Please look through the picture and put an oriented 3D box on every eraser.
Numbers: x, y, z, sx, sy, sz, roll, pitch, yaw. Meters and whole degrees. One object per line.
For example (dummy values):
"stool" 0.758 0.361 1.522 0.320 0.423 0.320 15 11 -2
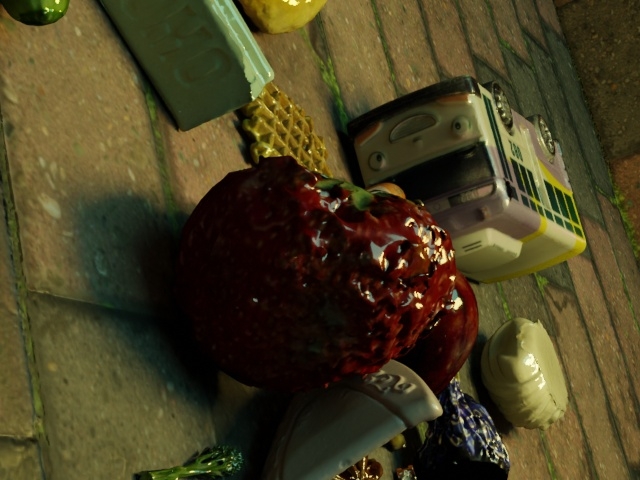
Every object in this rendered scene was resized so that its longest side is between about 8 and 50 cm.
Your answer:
"eraser" 0.011 0.171 1.231 0.059 0.204 0.243 52 6 -17

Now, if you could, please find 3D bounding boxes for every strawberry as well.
"strawberry" -0.016 0.043 1.181 0.274 0.274 0.220 27 81 -56

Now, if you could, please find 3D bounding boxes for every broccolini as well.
"broccolini" -0.118 0.203 1.093 0.140 0.030 0.035 8 54 -58

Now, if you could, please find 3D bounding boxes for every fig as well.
"fig" 0.079 0.132 1.404 0.186 0.203 0.250 11 91 -30

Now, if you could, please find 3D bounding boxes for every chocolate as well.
"chocolate" 0.152 0.168 1.583 0.148 0.126 0.343 3 55 -19

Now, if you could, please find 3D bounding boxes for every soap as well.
"soap" -0.147 -0.225 1.278 0.198 0.114 0.063 58 27 -20

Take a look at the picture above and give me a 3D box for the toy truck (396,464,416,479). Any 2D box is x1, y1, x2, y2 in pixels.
"toy truck" 0.112 0.318 1.475 0.032 0.024 0.083 87 -11 -68

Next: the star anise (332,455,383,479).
"star anise" 0.029 0.268 1.303 0.168 0.057 0.168 48 30 -40

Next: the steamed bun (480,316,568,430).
"steamed bun" 0.311 0.213 1.882 0.183 0.106 0.183 50 30 -43

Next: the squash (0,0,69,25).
"squash" -0.283 -0.321 1.113 0.082 0.082 0.292 22 52 -58

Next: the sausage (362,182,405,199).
"sausage" 0.025 -0.026 1.484 0.348 0.053 0.053 -23 91 -60

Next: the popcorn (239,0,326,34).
"popcorn" -0.004 -0.434 1.548 0.382 0.349 0.349 100 -9 -52

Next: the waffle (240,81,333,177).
"waffle" -0.039 -0.113 1.502 0.191 0.038 0.191 46 32 -42

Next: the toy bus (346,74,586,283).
"toy bus" 0.233 -0.074 1.831 0.440 0.209 0.249 19 55 -62
